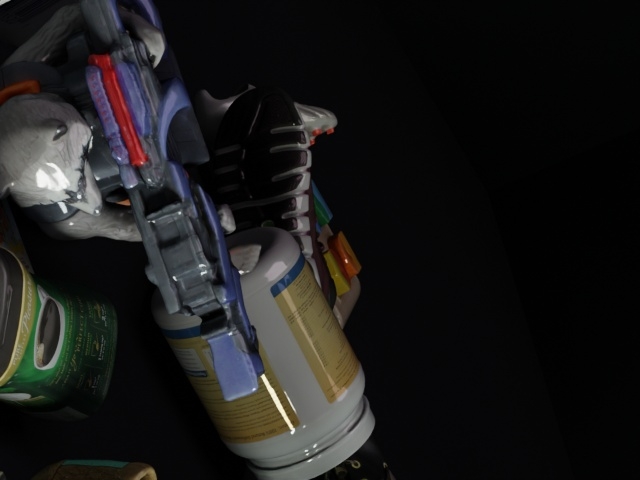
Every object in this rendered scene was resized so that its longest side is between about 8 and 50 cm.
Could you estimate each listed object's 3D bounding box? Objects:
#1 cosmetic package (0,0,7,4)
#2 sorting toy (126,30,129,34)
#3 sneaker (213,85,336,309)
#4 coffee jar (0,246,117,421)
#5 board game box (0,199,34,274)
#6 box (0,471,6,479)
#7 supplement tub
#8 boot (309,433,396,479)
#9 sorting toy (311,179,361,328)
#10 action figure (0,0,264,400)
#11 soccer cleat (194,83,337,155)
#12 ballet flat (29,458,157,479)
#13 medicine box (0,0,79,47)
[{"bbox_3d":[-0.243,-0.156,1.108,0.060,0.239,0.099,67,12,8],"label":"cosmetic package"},{"bbox_3d":[-0.209,-0.189,1.802,0.083,0.045,0.075,59,21,-33],"label":"sorting toy"},{"bbox_3d":[-0.043,-0.016,2.062,0.162,0.106,0.281,51,32,-70],"label":"sneaker"},{"bbox_3d":[-0.203,0.060,1.232,0.184,0.079,0.096,37,58,-67],"label":"coffee jar"},{"bbox_3d":[-0.254,-0.016,1.309,0.154,0.026,0.103,13,55,-75],"label":"board game box"},{"bbox_3d":[-0.165,0.249,1.057,0.058,0.087,0.232,-71,137,-70],"label":"box"},{"bbox_3d":[-0.048,0.104,1.690,0.144,0.144,0.200,-81,146,-68],"label":"supplement tub"},{"bbox_3d":[0.011,0.215,1.888,0.178,0.085,0.236,62,6,-10],"label":"boot"},{"bbox_3d":[0.000,0.000,2.344,0.208,0.038,0.193,65,12,-8],"label":"sorting toy"},{"bbox_3d":[-0.150,-0.026,1.397,0.330,0.178,0.341,25,46,-74],"label":"action figure"},{"bbox_3d":[-0.058,-0.142,2.131,0.196,0.068,0.076,-7,74,-44],"label":"soccer cleat"},{"bbox_3d":[-0.084,0.292,1.219,0.342,0.124,0.116,67,23,0],"label":"ballet flat"},{"bbox_3d":[-0.276,-0.312,1.410,0.289,0.149,0.263,61,11,7],"label":"medicine box"}]
